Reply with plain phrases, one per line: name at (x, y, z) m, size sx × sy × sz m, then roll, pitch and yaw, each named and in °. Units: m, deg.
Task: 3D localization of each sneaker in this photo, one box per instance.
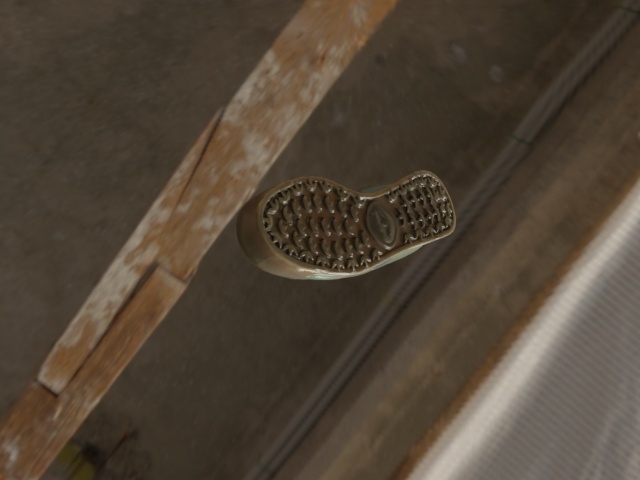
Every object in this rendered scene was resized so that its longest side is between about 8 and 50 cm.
sneaker at (0.000, 0.000, 0.928) m, size 0.086 × 0.192 × 0.064 m, roll -25°, pitch -99°, yaw 39°
